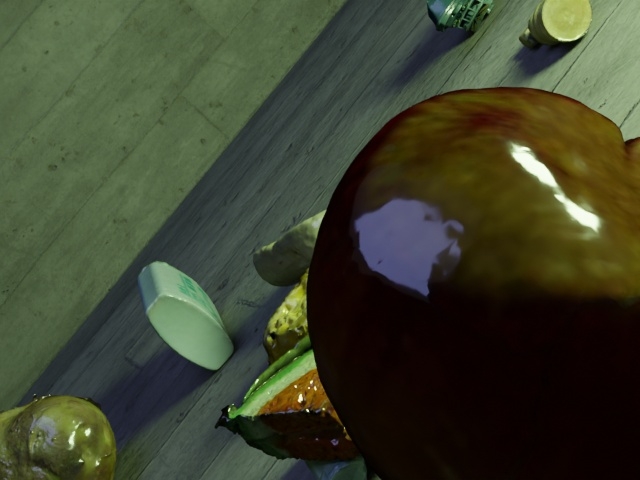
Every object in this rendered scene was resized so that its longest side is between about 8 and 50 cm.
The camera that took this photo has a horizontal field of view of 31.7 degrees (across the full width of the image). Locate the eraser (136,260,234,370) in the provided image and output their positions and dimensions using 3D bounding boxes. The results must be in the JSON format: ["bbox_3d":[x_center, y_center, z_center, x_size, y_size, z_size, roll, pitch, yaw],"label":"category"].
[{"bbox_3d":[-0.277,0.147,2.260,0.104,0.189,0.290,-45,17,-1],"label":"eraser"}]

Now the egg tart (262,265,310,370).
[{"bbox_3d":[-0.001,0.109,1.811,0.279,0.095,0.279,-41,18,16],"label":"egg tart"}]

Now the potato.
[{"bbox_3d":[-0.497,0.438,2.112,0.300,0.289,0.237,-17,21,-28],"label":"potato"}]

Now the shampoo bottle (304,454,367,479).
[{"bbox_3d":[0.013,0.277,1.477,0.072,0.049,0.212,-37,15,-2],"label":"shampoo bottle"}]

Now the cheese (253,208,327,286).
[{"bbox_3d":[0.001,0.002,2.000,0.159,0.093,0.263,-31,0,-37],"label":"cheese"}]

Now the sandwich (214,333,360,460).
[{"bbox_3d":[0.038,0.189,1.436,0.212,0.109,0.292,4,38,46],"label":"sandwich"}]

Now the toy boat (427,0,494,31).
[{"bbox_3d":[0.304,-0.511,2.365,0.296,0.122,0.114,-52,-9,-48],"label":"toy boat"}]

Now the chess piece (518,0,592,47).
[{"bbox_3d":[0.398,-0.378,1.938,0.090,0.090,0.200,-48,6,2],"label":"chess piece"}]

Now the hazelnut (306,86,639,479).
[{"bbox_3d":[0.159,0.058,1.031,0.402,0.402,0.429,-39,30,30],"label":"hazelnut"}]
